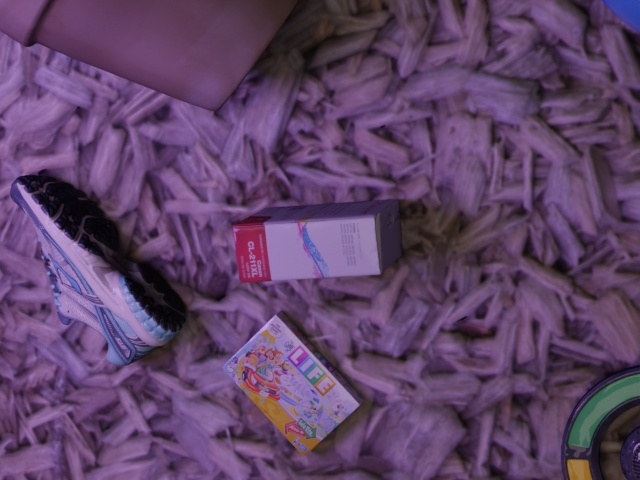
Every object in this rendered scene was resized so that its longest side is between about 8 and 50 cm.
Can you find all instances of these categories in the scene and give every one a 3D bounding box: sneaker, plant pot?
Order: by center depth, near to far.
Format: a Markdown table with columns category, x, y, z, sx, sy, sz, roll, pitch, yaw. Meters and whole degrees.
| category | x | y | z | sx | sy | sz | roll | pitch | yaw |
| --- | --- | --- | --- | --- | --- | --- | --- | --- | --- |
| plant pot | -0.177 | -0.304 | 1.566 | 0.280 | 0.323 | 0.323 | 34 | 107 | -9 |
| sneaker | -0.307 | 0.042 | 1.738 | 0.122 | 0.110 | 0.283 | -43 | 86 | 21 |

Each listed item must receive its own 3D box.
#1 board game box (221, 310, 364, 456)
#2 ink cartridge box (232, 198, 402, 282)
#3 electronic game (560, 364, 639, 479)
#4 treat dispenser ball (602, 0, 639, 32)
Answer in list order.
| category | x | y | z | sx | sy | sz | roll | pitch | yaw |
| --- | --- | --- | --- | --- | --- | --- | --- | --- | --- |
| board game box | -0.035 | 0.179 | 1.726 | 0.154 | 0.026 | 0.103 | 46 | 107 | 4 |
| ink cartridge box | 0.000 | 0.000 | 1.634 | 0.175 | 0.127 | 0.072 | -3 | 99 | 16 |
| electronic game | 0.396 | 0.256 | 1.608 | 0.229 | 0.048 | 0.229 | 3 | 99 | 16 |
| treat dispenser ball | 0.397 | -0.337 | 1.387 | 0.288 | 0.288 | 0.288 | 2 | 99 | 15 |
